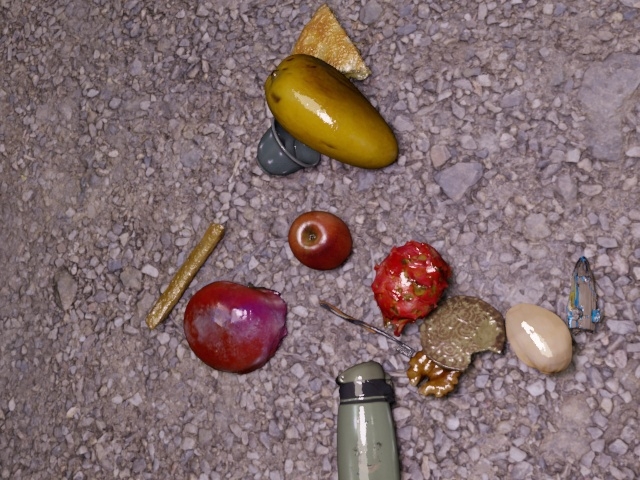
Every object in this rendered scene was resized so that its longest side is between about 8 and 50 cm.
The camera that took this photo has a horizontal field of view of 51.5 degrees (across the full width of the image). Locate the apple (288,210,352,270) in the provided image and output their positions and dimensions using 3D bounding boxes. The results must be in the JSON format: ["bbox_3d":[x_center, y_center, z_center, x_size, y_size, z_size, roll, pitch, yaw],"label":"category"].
[{"bbox_3d":[0.000,0.000,1.938,0.181,0.168,0.180,-3,80,15],"label":"apple"}]

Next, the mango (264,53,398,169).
[{"bbox_3d":[0.036,-0.361,1.941,0.445,0.301,0.220,39,113,-2],"label":"mango"}]

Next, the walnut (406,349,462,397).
[{"bbox_3d":[0.319,0.346,1.798,0.170,0.069,0.143,-46,66,-2],"label":"walnut"}]

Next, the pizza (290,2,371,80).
[{"bbox_3d":[0.038,-0.566,2.082,0.288,0.075,0.280,37,99,21],"label":"pizza"}]

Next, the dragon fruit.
[{"bbox_3d":[0.236,0.128,1.806,0.210,0.205,0.268,23,98,21],"label":"dragon fruit"}]

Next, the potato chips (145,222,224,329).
[{"bbox_3d":[-0.434,0.110,2.138,0.057,0.080,0.407,36,93,7],"label":"potato chips"}]

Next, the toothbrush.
[{"bbox_3d":[0.129,0.248,1.918,0.321,0.023,0.031,29,89,23],"label":"toothbrush"}]

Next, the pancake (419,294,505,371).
[{"bbox_3d":[0.378,0.245,1.778,0.235,0.029,0.211,-20,55,-3],"label":"pancake"}]

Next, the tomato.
[{"bbox_3d":[-0.275,0.262,1.995,0.335,0.176,0.289,12,88,22],"label":"tomato"}]

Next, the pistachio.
[{"bbox_3d":[0.560,0.247,1.697,0.145,0.117,0.200,-37,65,14],"label":"pistachio"}]

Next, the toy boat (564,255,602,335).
[{"bbox_3d":[0.674,0.139,1.705,0.085,0.066,0.210,11,73,-10],"label":"toy boat"}]

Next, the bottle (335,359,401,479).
[{"bbox_3d":[0.123,0.501,1.801,0.169,0.168,0.346,-9,72,20],"label":"bottle"}]

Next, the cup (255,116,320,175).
[{"bbox_3d":[-0.122,-0.273,2.045,0.150,0.199,0.199,-33,69,32],"label":"cup"}]
